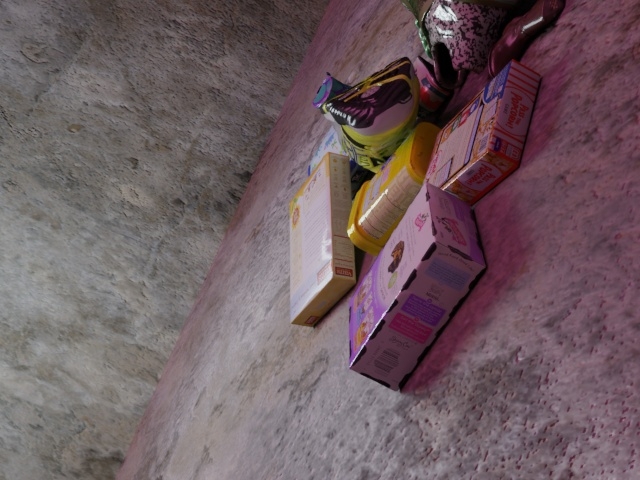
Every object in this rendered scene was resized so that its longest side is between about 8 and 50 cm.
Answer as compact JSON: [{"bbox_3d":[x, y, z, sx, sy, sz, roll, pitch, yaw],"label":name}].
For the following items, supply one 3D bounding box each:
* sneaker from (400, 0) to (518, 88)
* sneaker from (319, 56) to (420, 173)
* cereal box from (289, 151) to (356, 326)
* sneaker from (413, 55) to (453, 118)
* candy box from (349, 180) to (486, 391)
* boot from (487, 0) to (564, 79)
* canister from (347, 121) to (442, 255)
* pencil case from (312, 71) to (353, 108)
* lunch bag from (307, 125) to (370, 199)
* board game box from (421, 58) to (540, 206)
[{"bbox_3d":[0.188,-0.325,1.669,0.410,0.158,0.182,-110,31,-81],"label":"sneaker"},{"bbox_3d":[0.099,-0.178,1.663,0.145,0.147,0.385,-31,7,2],"label":"sneaker"},{"bbox_3d":[0.000,0.000,1.799,0.173,0.047,0.240,131,144,-52],"label":"cereal box"},{"bbox_3d":[0.162,-0.240,1.746,0.075,0.057,0.161,-54,17,17],"label":"sneaker"},{"bbox_3d":[0.110,0.052,1.310,0.196,0.070,0.165,-58,12,25],"label":"candy box"},{"bbox_3d":[0.267,-0.267,1.421,0.114,0.037,0.106,-29,38,62],"label":"boot"},{"bbox_3d":[0.115,-0.073,1.554,0.170,0.073,0.126,-50,17,44],"label":"canister"},{"bbox_3d":[0.066,-0.238,1.926,0.065,0.151,0.070,-63,21,21],"label":"pencil case"},{"bbox_3d":[0.043,-0.139,1.946,0.129,0.096,0.151,-59,9,20],"label":"lunch bag"},{"bbox_3d":[0.193,-0.116,1.376,0.193,0.045,0.147,-44,23,57],"label":"board game box"}]
